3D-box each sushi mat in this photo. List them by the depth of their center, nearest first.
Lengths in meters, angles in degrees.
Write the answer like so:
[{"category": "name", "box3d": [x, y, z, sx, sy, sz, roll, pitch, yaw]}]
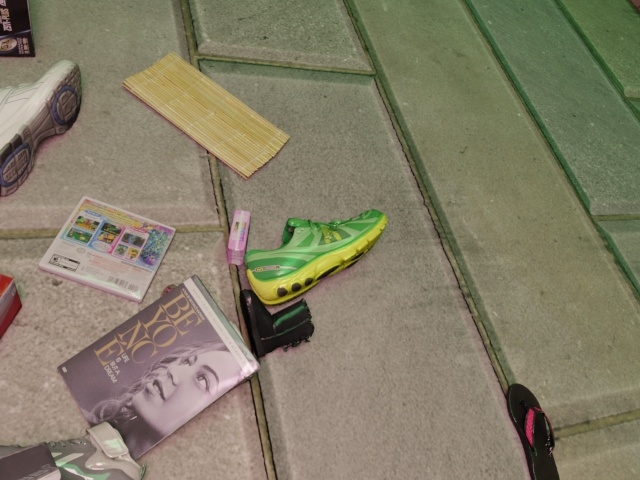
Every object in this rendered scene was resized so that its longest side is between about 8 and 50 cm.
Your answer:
[{"category": "sushi mat", "box3d": [-0.222, -0.253, 1.063, 0.317, 0.019, 0.151, 37, 51, 5]}]

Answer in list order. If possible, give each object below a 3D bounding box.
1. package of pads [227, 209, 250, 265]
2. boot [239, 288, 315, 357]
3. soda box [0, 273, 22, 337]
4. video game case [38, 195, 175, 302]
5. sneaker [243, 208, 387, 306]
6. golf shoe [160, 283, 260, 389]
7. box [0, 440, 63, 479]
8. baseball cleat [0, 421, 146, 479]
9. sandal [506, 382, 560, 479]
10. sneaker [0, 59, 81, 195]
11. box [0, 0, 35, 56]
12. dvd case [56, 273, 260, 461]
[{"category": "package of pads", "box3d": [-0.138, -0.005, 0.908, 0.032, 0.050, 0.083, 8, 55, -7]}, {"category": "boot", "box3d": [-0.065, 0.116, 0.826, 0.099, 0.045, 0.121, -19, 108, -21]}, {"category": "soda box", "box3d": [-0.475, 0.154, 0.643, 0.092, 0.083, 0.263, 21, 53, -6]}, {"category": "video game case", "box3d": [-0.328, 0.011, 0.842, 0.157, 0.019, 0.143, 20, 52, -7]}, {"category": "sneaker", "box3d": [0.000, 0.000, 0.923, 0.296, 0.109, 0.123, -27, 74, -33]}, {"category": "golf shoe", "box3d": [-0.167, 0.139, 0.799, 0.186, 0.067, 0.086, 49, 29, 14]}, {"category": "box", "box3d": [-0.276, 0.338, 0.396, 0.243, 0.076, 0.307, -8, 50, -48]}, {"category": "baseball cleat", "box3d": [-0.314, 0.261, 0.643, 0.206, 0.072, 0.109, 24, 52, -8]}, {"category": "sandal", "box3d": [0.362, 0.323, 0.890, 0.067, 0.040, 0.179, 4, 56, -19]}, {"category": "sneaker", "box3d": [-0.496, -0.209, 0.872, 0.129, 0.111, 0.297, 21, 51, 0]}, {"category": "box", "box3d": [-0.577, -0.451, 0.976, 0.078, 0.147, 0.180, -8, 62, -27]}, {"category": "dvd case", "box3d": [-0.217, 0.172, 0.724, 0.221, 0.018, 0.164, -35, 73, -12]}]
